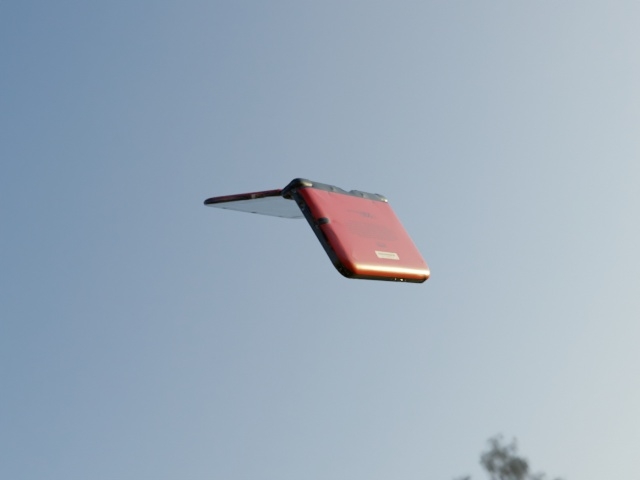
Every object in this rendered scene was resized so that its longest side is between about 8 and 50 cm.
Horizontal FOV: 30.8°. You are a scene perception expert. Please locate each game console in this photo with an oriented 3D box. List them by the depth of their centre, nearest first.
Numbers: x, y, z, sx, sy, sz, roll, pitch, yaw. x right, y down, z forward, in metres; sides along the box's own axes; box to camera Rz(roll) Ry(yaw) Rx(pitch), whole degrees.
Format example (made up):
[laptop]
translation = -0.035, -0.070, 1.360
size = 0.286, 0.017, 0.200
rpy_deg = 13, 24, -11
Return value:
[game console]
translation = 0.000, 0.000, 0.915
size = 0.085, 0.124, 0.144
rpy_deg = -39, -22, 23
